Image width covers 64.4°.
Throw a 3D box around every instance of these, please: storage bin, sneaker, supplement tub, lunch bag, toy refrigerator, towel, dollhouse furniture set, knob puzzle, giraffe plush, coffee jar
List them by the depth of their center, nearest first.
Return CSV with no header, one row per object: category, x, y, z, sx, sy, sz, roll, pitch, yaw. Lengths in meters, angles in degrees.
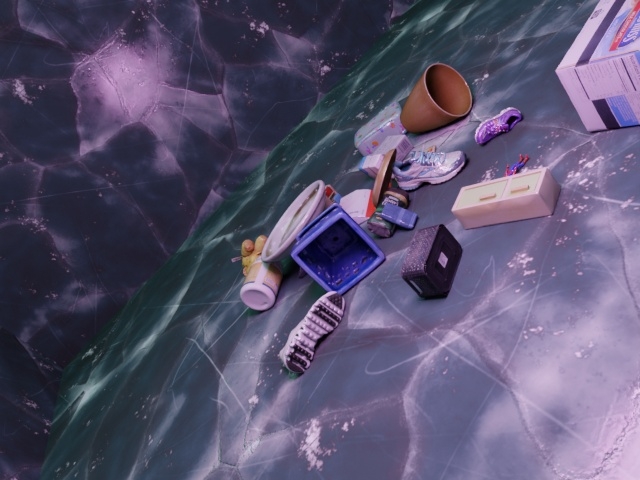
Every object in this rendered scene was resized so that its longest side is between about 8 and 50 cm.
storage bin,0.312,0.057,1.421,0.084,0.122,0.180,-16,37,47
toy refrigerator,0.510,-0.116,1.421,0.269,0.094,0.102,-10,41,51
sneaker,-0.034,0.284,1.643,0.292,0.110,0.118,-52,16,-16
sneaker,0.608,-0.390,1.741,0.170,0.068,0.071,-37,31,15
towel,0.269,-0.082,1.741,0.029,0.119,0.067,94,-158,-60
coffee jar,0.245,-0.105,1.819,0.096,0.079,0.184,18,60,24
sneaker,0.380,-0.268,1.821,0.282,0.122,0.110,-17,37,37
knob puzzle,0.366,-0.290,2.003,0.213,0.030,0.213,-35,26,20
supplement tub,-0.235,0.170,2.079,0.144,0.144,0.200,-28,29,32
dollhouse furniture set,0.022,-0.184,2.256,0.129,0.129,0.184,-10,41,51
giraffe plush,-0.286,0.107,2.269,0.210,0.181,0.171,-30,48,7
lunch bag,0.293,-0.522,2.392,0.279,0.108,0.224,-34,23,21

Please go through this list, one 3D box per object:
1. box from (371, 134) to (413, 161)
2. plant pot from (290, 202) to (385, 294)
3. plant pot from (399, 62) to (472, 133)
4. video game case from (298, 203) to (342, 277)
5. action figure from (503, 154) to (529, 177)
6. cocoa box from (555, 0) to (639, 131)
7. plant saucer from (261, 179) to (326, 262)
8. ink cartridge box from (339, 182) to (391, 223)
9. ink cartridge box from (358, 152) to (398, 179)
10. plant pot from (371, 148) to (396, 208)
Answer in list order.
box,0.308,-0.384,2.191,0.126,0.072,0.137,-50,25,-11
plant pot,0.053,0.019,1.775,0.236,0.236,0.212,-41,17,10
plant pot,0.446,-0.553,2.096,0.254,0.237,0.237,-34,22,56
video game case,0.000,0.000,2.049,0.274,0.026,0.196,-50,20,25
action figure,0.585,-0.215,1.544,0.115,0.030,0.038,-51,30,-8
cocoa box,0.839,-0.498,1.339,0.347,0.231,0.228,-53,26,-17
plant saucer,-0.084,-0.056,2.041,0.400,0.100,0.400,-49,15,18
ink cartridge box,0.169,-0.147,2.059,0.232,0.066,0.189,-32,27,35
ink cartridge box,0.247,-0.301,2.090,0.060,0.104,0.180,-65,23,-8
plant pot,0.235,-0.231,1.897,0.236,0.032,0.237,17,-90,-78
